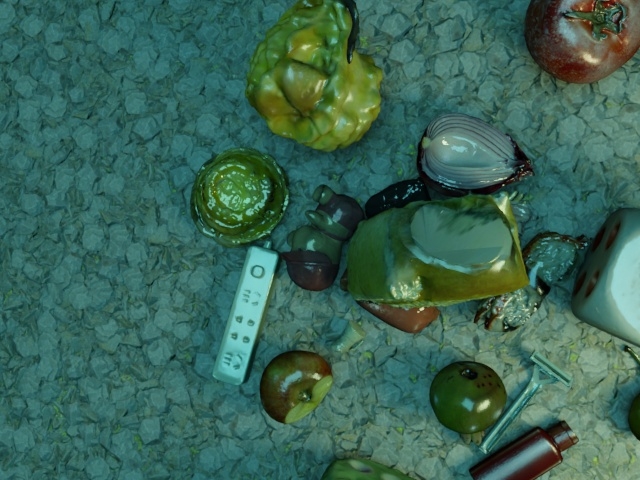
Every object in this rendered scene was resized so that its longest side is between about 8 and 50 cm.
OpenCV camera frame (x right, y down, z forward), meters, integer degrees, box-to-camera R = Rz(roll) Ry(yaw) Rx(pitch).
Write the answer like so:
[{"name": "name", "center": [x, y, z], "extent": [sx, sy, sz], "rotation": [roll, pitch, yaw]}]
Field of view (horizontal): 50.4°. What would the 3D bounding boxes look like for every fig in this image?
[{"name": "fig", "center": [0.763, 0.359, 1.585], "extent": [0.124, 0.124, 0.236], "rotation": [-14, 62, 9]}]

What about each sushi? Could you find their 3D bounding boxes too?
[{"name": "sushi", "center": [0.502, 0.093, 1.620], "extent": [0.130, 0.124, 0.332], "rotation": [39, 95, 0]}]

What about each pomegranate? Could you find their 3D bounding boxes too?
[{"name": "pomegranate", "center": [0.341, 0.391, 1.613], "extent": [0.179, 0.179, 0.210], "rotation": [17, 102, 10]}]

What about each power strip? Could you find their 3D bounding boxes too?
[{"name": "power strip", "center": [-0.186, 0.183, 1.765], "extent": [0.091, 0.062, 0.385], "rotation": [16, 91, 7]}]

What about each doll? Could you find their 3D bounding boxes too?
[{"name": "doll", "center": [-0.002, -0.001, 1.680], "extent": [0.152, 0.196, 0.255], "rotation": [23, 89, 46]}]

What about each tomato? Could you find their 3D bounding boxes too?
[{"name": "tomato", "center": [0.604, -0.503, 1.578], "extent": [0.271, 0.227, 0.270], "rotation": [-1, 100, -5]}]

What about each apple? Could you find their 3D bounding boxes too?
[{"name": "apple", "center": [-0.066, 0.355, 1.680], "extent": [0.160, 0.173, 0.195], "rotation": [40, 90, 7]}]

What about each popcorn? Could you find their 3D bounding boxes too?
[{"name": "popcorn", "center": [-0.002, -0.402, 1.616], "extent": [0.349, 0.349, 0.381], "rotation": [36, 130, 10]}]

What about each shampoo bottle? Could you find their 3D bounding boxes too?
[{"name": "shampoo bottle", "center": [0.492, 0.525, 1.629], "extent": [0.260, 0.064, 0.102], "rotation": [-34, 81, 6]}]

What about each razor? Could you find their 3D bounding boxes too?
[{"name": "razor", "center": [0.478, 0.405, 1.650], "extent": [0.111, 0.056, 0.277], "rotation": [38, 101, 11]}]

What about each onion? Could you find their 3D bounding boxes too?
[{"name": "onion", "center": [0.371, -0.181, 1.645], "extent": [0.284, 0.120, 0.227], "rotation": [18, 66, 11]}]

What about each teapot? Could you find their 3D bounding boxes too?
[{"name": "teapot", "center": [0.071, 0.253, 1.725], "extent": [0.067, 0.057, 0.083], "rotation": [40, 101, -20]}]

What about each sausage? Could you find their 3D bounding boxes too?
[{"name": "sausage", "center": [0.173, 0.131, 1.664], "extent": [0.255, 0.148, 0.148], "rotation": [32, 93, 4]}]

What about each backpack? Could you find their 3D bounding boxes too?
[{"name": "backpack", "center": [0.196, -0.088, 1.691], "extent": [0.165, 0.106, 0.119], "rotation": [-9, 108, 25]}]

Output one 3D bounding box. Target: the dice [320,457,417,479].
[{"name": "dice", "center": [0.106, 0.711, 1.559], "extent": [0.323, 0.318, 0.330], "rotation": [20, 92, 9]}]

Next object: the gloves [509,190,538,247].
[{"name": "gloves", "center": [0.456, -0.040, 1.649], "extent": [0.110, 0.094, 0.144], "rotation": [35, 74, 1]}]

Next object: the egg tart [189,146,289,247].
[{"name": "egg tart", "center": [-0.219, -0.115, 1.770], "extent": [0.279, 0.095, 0.278], "rotation": [-1, 87, 11]}]

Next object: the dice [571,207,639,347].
[{"name": "dice", "center": [0.744, 0.108, 1.484], "extent": [0.304, 0.304, 0.276], "rotation": [23, 92, 10]}]

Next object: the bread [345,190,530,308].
[{"name": "bread", "center": [0.245, 0.023, 1.482], "extent": [0.396, 0.264, 0.239], "rotation": [-9, 80, 2]}]
